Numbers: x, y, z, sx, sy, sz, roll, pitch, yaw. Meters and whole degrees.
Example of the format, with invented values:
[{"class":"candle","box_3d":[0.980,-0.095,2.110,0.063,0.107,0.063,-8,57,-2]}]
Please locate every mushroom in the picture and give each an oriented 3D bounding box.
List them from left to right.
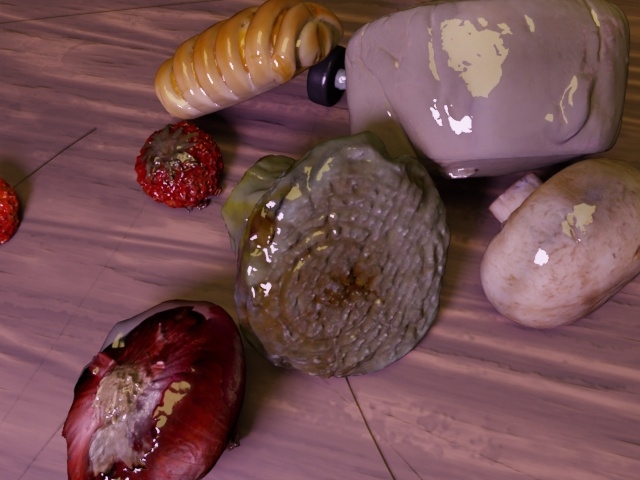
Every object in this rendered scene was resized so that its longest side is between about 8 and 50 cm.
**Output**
[{"class":"mushroom","box_3d":[0.318,-0.019,0.818,0.253,0.189,0.195,-31,65,-13]}]

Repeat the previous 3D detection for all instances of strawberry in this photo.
[{"class":"strawberry","box_3d":[-0.573,-0.037,1.007,0.188,0.082,0.121,-21,65,-7]},{"class":"strawberry","box_3d":[-0.223,-0.120,0.999,0.145,0.086,0.145,-3,60,6]}]

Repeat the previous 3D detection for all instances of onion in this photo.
[{"class":"onion","box_3d":[-0.185,0.208,0.790,0.272,0.195,0.272,-29,34,21]}]

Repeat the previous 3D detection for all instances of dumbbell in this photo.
[{"class":"dumbbell","box_3d":[0.081,-0.243,1.013,0.191,0.100,0.100,21,68,17]}]

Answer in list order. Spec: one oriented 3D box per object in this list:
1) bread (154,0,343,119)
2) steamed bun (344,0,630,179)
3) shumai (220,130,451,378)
[{"class":"bread","box_3d":[-0.128,-0.277,0.975,0.311,0.121,0.173,-11,24,35]},{"class":"steamed bun","box_3d":[0.234,-0.207,0.836,0.383,0.236,0.247,-4,96,-10]},{"class":"shumai","box_3d":[0.000,0.000,0.871,0.309,0.304,0.263,-46,33,0]}]
